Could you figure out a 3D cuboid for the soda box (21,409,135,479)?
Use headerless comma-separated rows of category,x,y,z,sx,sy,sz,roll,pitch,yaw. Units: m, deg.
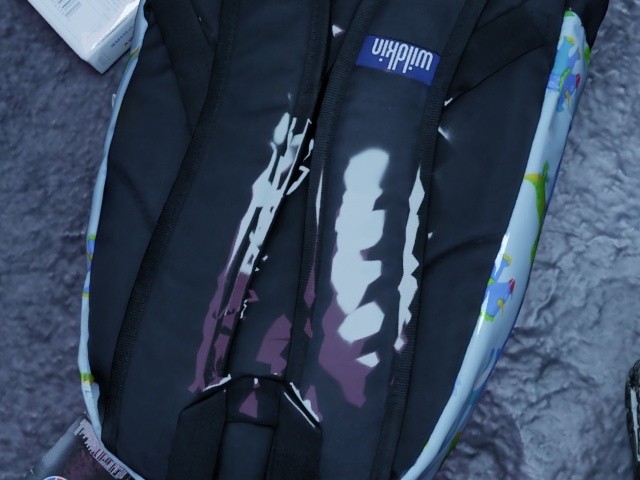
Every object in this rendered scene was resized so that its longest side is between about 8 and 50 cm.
soda box,-0.184,0.190,0.783,0.053,0.060,0.169,43,90,12

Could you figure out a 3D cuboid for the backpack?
backpack,0.000,0.000,0.707,0.290,0.273,0.356,9,64,6

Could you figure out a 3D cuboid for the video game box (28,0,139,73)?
video game box,-0.159,-0.255,0.848,0.187,0.048,0.205,-43,79,2

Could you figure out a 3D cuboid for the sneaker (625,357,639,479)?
sneaker,0.232,0.152,0.732,0.073,0.063,0.162,-2,82,4
